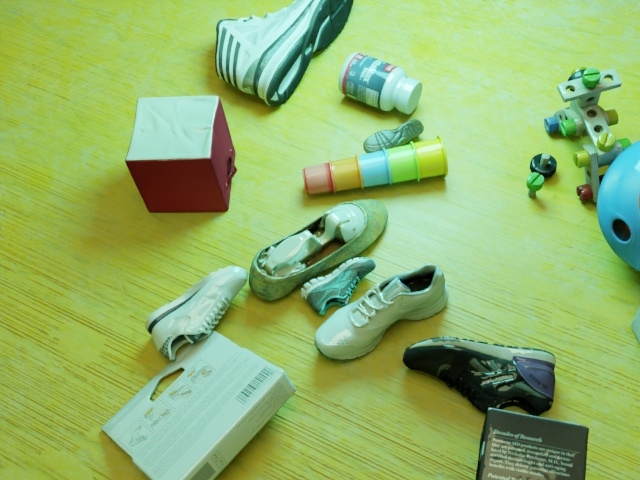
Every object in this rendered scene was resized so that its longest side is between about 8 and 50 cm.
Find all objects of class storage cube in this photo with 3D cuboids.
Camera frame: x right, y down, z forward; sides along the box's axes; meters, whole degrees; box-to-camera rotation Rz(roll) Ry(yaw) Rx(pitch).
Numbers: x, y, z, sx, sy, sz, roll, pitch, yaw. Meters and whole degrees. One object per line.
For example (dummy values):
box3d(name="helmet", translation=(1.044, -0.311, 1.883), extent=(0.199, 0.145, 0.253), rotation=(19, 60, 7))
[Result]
box3d(name="storage cube", translation=(-0.302, -0.190, 1.777), extent=(0.215, 0.193, 0.183), rotation=(-1, 57, 6))

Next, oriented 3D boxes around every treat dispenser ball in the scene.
box3d(name="treat dispenser ball", translation=(0.684, -0.068, 1.542), extent=(0.288, 0.288, 0.288), rotation=(-3, 57, 4))

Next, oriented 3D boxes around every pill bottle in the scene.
box3d(name="pill bottle", translation=(0.144, -0.369, 1.897), extent=(0.180, 0.108, 0.108), rotation=(25, 63, 20))

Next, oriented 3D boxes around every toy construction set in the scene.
box3d(name="toy construction set", translation=(0.612, -0.234, 1.686), extent=(0.309, 0.237, 0.257), rotation=(9, 59, 11))

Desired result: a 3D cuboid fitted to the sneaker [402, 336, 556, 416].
box3d(name="sneaker", translation=(0.291, 0.257, 1.485), extent=(0.284, 0.107, 0.124), rotation=(5, 64, 9))

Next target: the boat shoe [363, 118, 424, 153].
box3d(name="boat shoe", translation=(0.166, -0.229, 1.841), extent=(0.152, 0.049, 0.056), rotation=(-21, 76, -13))

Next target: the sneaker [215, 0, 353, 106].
box3d(name="sneaker", translation=(-0.108, -0.555, 2.006), extent=(0.258, 0.169, 0.447), rotation=(26, 66, 18))

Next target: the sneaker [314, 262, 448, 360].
box3d(name="sneaker", translation=(0.115, 0.127, 1.569), extent=(0.297, 0.129, 0.111), rotation=(-30, 60, -12))

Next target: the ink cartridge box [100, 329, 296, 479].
box3d(name="ink cartridge box", translation=(-0.233, 0.322, 1.516), extent=(0.296, 0.066, 0.261), rotation=(-44, 38, -21))

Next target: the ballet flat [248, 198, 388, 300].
box3d(name="ballet flat", translation=(0.000, 0.000, 1.670), extent=(0.349, 0.123, 0.123), rotation=(-33, 60, -15))

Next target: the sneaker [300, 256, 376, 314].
box3d(name="sneaker", translation=(0.046, 0.097, 1.637), extent=(0.167, 0.065, 0.076), rotation=(-29, 60, -2))

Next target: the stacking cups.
box3d(name="stacking cups", translation=(0.118, -0.163, 1.772), extent=(0.317, 0.096, 0.096), rotation=(-9, 57, -1))

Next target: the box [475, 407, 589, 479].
box3d(name="box", translation=(0.342, 0.415, 1.335), extent=(0.167, 0.168, 0.203), rotation=(8, 58, 12))

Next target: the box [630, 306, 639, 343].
box3d(name="box", translation=(0.738, 0.234, 1.413), extent=(0.215, 0.168, 0.345), rotation=(-14, 58, -3))

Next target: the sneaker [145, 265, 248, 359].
box3d(name="sneaker", translation=(-0.235, 0.144, 1.619), extent=(0.235, 0.090, 0.095), rotation=(-37, 58, -4))
